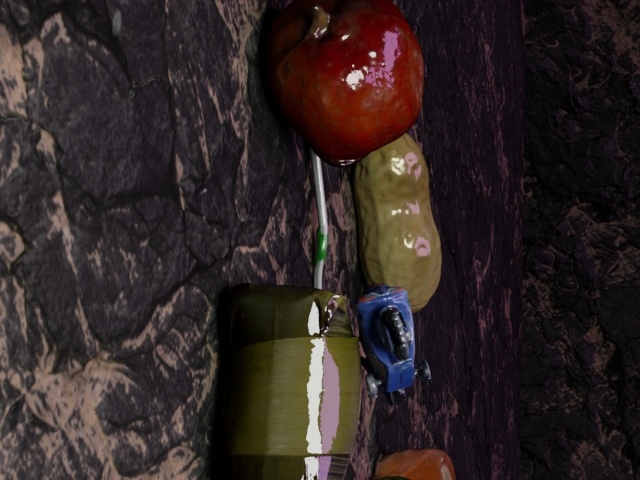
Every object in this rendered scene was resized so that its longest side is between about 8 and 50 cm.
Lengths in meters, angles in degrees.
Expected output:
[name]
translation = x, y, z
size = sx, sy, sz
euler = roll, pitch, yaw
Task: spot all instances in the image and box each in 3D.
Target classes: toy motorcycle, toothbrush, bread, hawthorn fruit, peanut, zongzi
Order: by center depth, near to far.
[toy motorcycle]
translation = 0.076, 0.115, 1.218
size = 0.205, 0.076, 0.114
euler = 87, -13, -62
[zongzi]
translation = -0.015, 0.213, 1.259
size = 0.317, 0.154, 0.290
euler = 40, 54, -72
[hawthorn fruit]
translation = 0.024, -0.224, 1.331
size = 0.249, 0.215, 0.215
euler = 45, 47, -57
[toothbrush]
translation = -0.002, 0.000, 1.492
size = 0.030, 0.030, 0.304
euler = -22, 108, -70
[peanut]
translation = 0.125, -0.024, 1.687
size = 0.147, 0.147, 0.319
euler = -53, 141, -61
[bread]
translation = 0.166, 0.468, 1.809
size = 0.244, 0.122, 0.190
euler = 72, 24, -44

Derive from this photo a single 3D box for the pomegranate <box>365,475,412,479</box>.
[pomegranate]
translation = 0.112, 0.425, 1.615
size = 0.169, 0.143, 0.122
euler = 57, 36, -42
